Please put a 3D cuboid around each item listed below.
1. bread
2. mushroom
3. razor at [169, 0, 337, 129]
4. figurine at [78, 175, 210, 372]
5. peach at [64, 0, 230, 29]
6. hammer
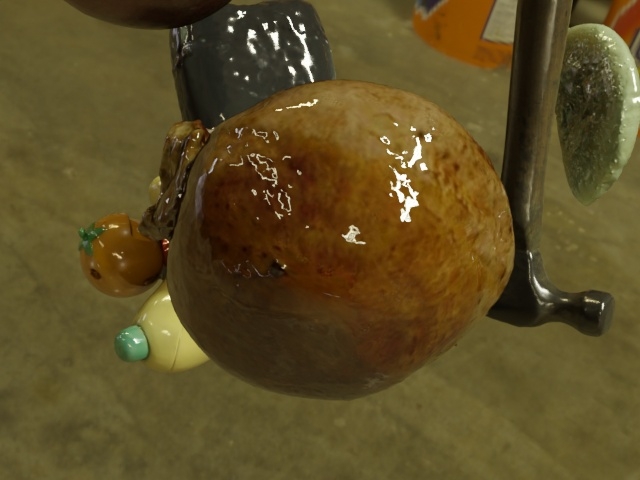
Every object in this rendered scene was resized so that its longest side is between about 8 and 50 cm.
[{"bbox_3d":[0.273,-0.143,0.902,0.036,0.112,0.193,2,69,-20],"label":"bread"},{"bbox_3d":[-0.012,0.004,0.685,0.283,0.263,0.195,24,43,25],"label":"mushroom"},{"bbox_3d":[-0.058,-0.108,1.028,0.189,0.327,0.107,-12,2,-21],"label":"razor"},{"bbox_3d":[-0.199,0.031,1.149,0.222,0.124,0.324,3,43,-20],"label":"figurine"},{"bbox_3d":[-0.137,-0.293,0.729,0.252,0.252,0.252,11,38,-9],"label":"peach"},{"bbox_3d":[0.175,-0.149,0.704,0.168,0.440,0.044,12,12,29],"label":"hammer"}]
